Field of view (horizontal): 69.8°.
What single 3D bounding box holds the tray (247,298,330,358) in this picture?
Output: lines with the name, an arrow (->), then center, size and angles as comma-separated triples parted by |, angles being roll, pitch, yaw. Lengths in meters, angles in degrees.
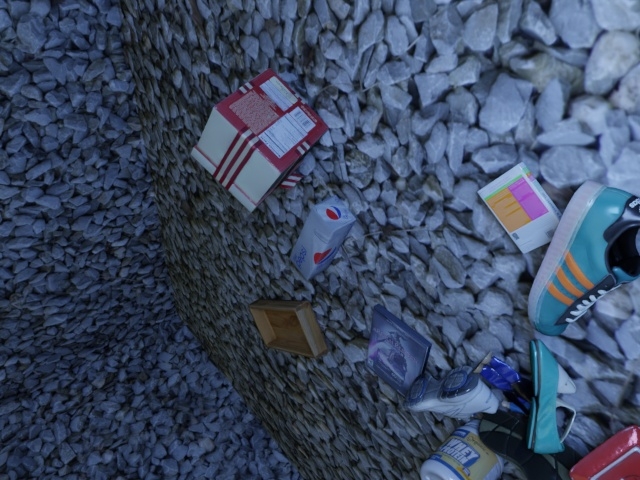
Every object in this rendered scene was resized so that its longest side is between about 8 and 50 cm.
tray -> -0.135, 0.335, 1.803 | 0.411, 0.076, 0.203 | -10, 105, 56

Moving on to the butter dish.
butter dish -> 0.568, 0.435, 0.844 | 0.160, 0.118, 0.160 | -45, 71, 11

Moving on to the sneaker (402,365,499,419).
sneaker -> 0.321, 0.411, 1.172 | 0.129, 0.111, 0.297 | 41, 149, -7

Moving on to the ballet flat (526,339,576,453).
ballet flat -> 0.464, 0.313, 0.920 | 0.087, 0.083, 0.247 | 0, 101, 17

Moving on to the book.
book -> 0.366, -0.057, 0.827 | 0.144, 0.035, 0.096 | 58, 145, 7

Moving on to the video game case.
video game case -> 0.220, 0.337, 1.342 | 0.196, 0.026, 0.274 | 36, 141, 36

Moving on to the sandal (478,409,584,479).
sandal -> 0.478, 0.476, 1.001 | 0.086, 0.120, 0.303 | 42, 176, -24

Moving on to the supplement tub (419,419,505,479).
supplement tub -> 0.361, 0.558, 1.141 | 0.144, 0.200, 0.144 | 34, 139, 36

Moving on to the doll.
doll -> 0.433, 0.333, 1.012 | 0.189, 0.046, 0.129 | 40, 133, 22

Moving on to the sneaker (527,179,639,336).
sneaker -> 0.434, 0.059, 0.744 | 0.121, 0.108, 0.302 | 37, 139, 41

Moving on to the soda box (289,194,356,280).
soda box -> 0.000, 0.000, 1.336 | 0.098, 0.091, 0.286 | 51, 147, 16

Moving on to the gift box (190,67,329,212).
gift box -> -0.147, -0.255, 1.216 | 0.255, 0.276, 0.258 | 48, 144, -3
